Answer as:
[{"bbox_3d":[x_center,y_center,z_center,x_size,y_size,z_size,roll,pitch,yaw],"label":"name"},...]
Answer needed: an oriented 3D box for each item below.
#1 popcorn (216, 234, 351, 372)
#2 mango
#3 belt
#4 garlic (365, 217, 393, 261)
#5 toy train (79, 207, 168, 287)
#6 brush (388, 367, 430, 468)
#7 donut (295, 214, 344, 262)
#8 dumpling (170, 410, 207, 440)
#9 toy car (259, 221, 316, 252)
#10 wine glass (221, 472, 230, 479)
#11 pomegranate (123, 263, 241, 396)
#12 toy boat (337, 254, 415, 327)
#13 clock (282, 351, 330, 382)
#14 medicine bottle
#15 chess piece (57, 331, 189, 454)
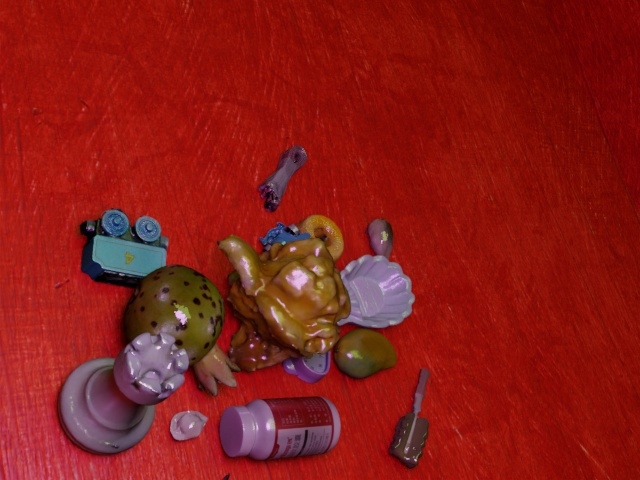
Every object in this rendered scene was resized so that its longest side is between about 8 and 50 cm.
[{"bbox_3d":[-0.087,0.116,1.884,0.290,0.325,0.321,-16,107,-28],"label":"popcorn"},{"bbox_3d":[0.109,0.282,2.075,0.191,0.085,0.122,-8,61,-50],"label":"mango"},{"bbox_3d":[-0.103,-0.173,2.218,0.071,0.053,0.232,42,46,-18],"label":"belt"},{"bbox_3d":[0.174,-0.004,2.308,0.084,0.066,0.152,20,50,-28],"label":"garlic"},{"bbox_3d":[-0.433,0.021,1.816,0.197,0.107,0.155,13,64,-31],"label":"toy train"},{"bbox_3d":[0.242,0.435,2.091,0.084,0.071,0.301,36,42,-9],"label":"brush"},{"bbox_3d":[0.000,0.000,2.184,0.151,0.058,0.152,19,51,-25],"label":"donut"},{"bbox_3d":[-0.281,0.390,1.743,0.076,0.057,0.052,-53,139,-18],"label":"dumpling"},{"bbox_3d":[-0.074,0.039,2.099,0.161,0.098,0.126,36,65,26],"label":"toy car"},{"bbox_3d":[-0.134,0.569,1.723,0.198,0.066,0.066,40,46,-9],"label":"wine glass"},{"bbox_3d":[-0.290,0.183,1.770,0.286,0.230,0.231,50,37,-43],"label":"pomegranate"},{"bbox_3d":[0.113,0.148,2.145,0.290,0.100,0.200,-12,70,-42],"label":"toy boat"},{"bbox_3d":[-0.032,0.261,1.999,0.110,0.050,0.153,20,53,-26],"label":"clock"},{"bbox_3d":[-0.086,0.411,1.808,0.250,0.131,0.131,4,61,-35],"label":"medicine bottle"},{"bbox_3d":[-0.365,0.279,1.564,0.194,0.299,0.195,18,54,-27],"label":"chess piece"}]
